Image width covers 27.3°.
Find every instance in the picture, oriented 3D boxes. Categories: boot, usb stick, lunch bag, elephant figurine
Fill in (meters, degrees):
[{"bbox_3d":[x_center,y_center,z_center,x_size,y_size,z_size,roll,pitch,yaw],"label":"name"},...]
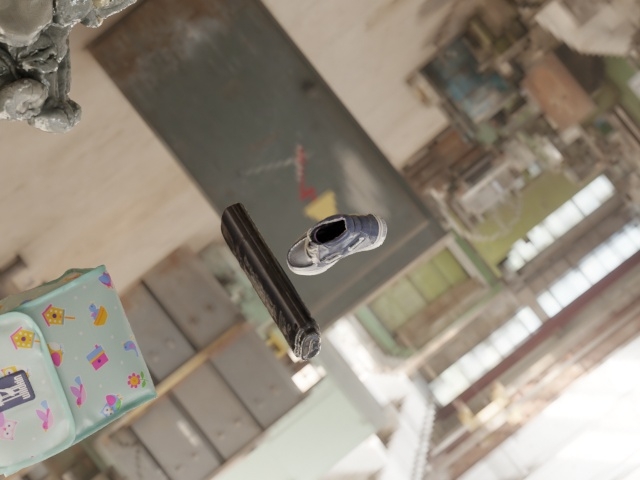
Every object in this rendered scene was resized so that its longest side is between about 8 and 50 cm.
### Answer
[{"bbox_3d":[0.000,0.000,1.922,0.190,0.069,0.086,-25,159,39],"label":"boot"},{"bbox_3d":[-0.074,0.055,1.897,0.045,0.278,0.077,-17,140,-21],"label":"usb stick"},{"bbox_3d":[-0.394,0.181,1.860,0.262,0.223,0.160,-27,-167,-38],"label":"lunch bag"},{"bbox_3d":[-0.294,-0.251,1.411,0.186,0.169,0.239,9,110,-38],"label":"elephant figurine"}]
